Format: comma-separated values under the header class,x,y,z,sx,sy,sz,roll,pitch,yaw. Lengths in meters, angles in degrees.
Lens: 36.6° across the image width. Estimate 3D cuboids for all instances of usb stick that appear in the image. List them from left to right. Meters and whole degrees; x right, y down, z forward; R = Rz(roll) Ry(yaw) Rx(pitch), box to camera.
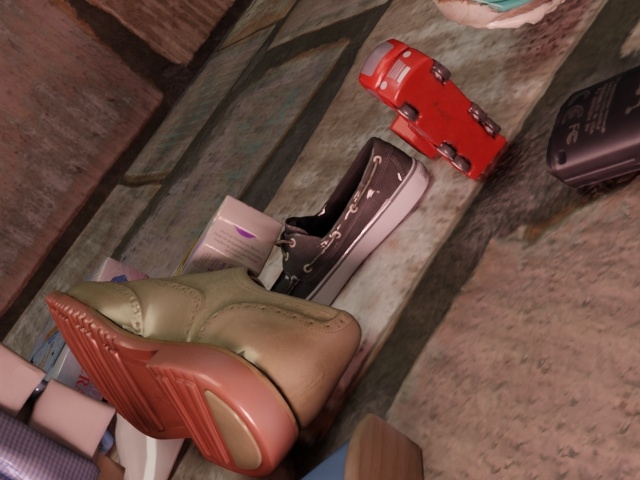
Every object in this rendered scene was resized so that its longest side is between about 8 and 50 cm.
class,x,y,z,sx,sy,sz,roll,pitch,yaw
usb stick,0.234,-0.088,0.540,0.278,0.045,0.077,-18,45,59

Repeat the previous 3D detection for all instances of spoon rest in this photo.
class,x,y,z,sx,sy,sz,roll,pitch,yaw
spoon rest,-0.184,0.216,0.965,0.137,0.084,0.276,-36,11,38

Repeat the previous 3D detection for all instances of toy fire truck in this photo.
class,x,y,z,sx,sy,sz,roll,pitch,yaw
toy fire truck,0.082,-0.112,0.801,0.047,0.192,0.135,-53,47,3

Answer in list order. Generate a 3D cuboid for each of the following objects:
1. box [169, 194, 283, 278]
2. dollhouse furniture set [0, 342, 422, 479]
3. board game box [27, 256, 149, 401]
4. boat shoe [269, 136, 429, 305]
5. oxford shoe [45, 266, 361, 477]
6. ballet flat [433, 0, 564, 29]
class,x,y,z,sx,sy,sz,roll,pitch,yaw
box,-0.132,0.057,1.026,0.324,0.067,0.063,-47,16,56
dollhouse furniture set,-0.119,0.167,0.512,0.198,0.303,0.286,-45,20,25
board game box,-0.355,0.215,1.267,0.318,0.066,0.318,-33,34,55
boat shoe,0.000,0.000,0.888,0.228,0.076,0.080,-47,19,16
oxford shoe,-0.118,0.093,0.876,0.146,0.140,0.397,-40,32,-28
ballet flat,0.227,-0.326,0.911,0.409,0.147,0.147,-56,18,-19
